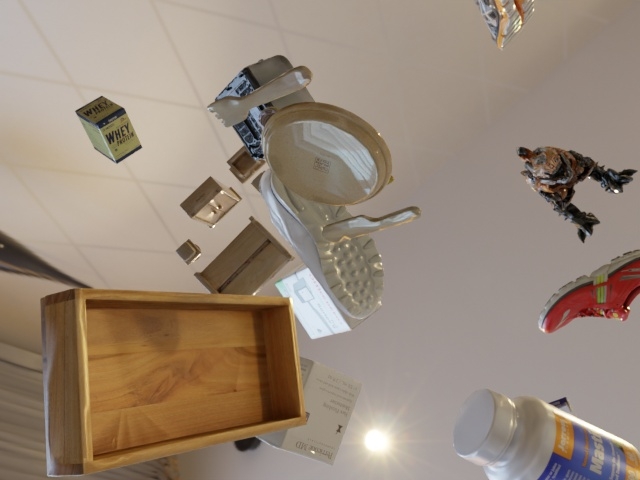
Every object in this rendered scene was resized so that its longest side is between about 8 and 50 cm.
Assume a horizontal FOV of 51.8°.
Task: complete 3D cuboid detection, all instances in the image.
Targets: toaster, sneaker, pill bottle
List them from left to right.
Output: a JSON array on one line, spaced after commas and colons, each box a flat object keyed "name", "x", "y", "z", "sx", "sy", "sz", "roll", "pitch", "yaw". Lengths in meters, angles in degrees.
[{"name": "toaster", "x": -0.103, "y": -0.257, "z": 1.317, "sx": 0.110, "sy": 0.185, "sz": 0.168, "roll": -37, "pitch": -173, "yaw": -30}, {"name": "sneaker", "x": 0.000, "y": 0.000, "z": 0.883, "sx": 0.090, "sy": 0.235, "sz": 0.095, "roll": -32, "pitch": -175, "yaw": -29}, {"name": "sneaker", "x": 0.298, "y": -0.398, "z": 1.100, "sx": 0.083, "sy": 0.215, "sz": 0.084, "roll": 38, "pitch": -93, "yaw": 24}, {"name": "pill bottle", "x": 0.353, "y": 0.337, "z": 1.034, "sx": 0.152, "sy": 0.272, "sz": 0.152, "roll": -59, "pitch": -168, "yaw": 21}, {"name": "sneaker", "x": 0.600, "y": 0.129, "z": 1.411, "sx": 0.279, "sy": 0.107, "sz": 0.118, "roll": -36, "pitch": -121, "yaw": 16}]

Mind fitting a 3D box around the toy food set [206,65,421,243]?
[{"name": "toy food set", "x": 0.003, "y": -0.081, "z": 0.606, "sx": 0.132, "sy": 0.192, "sz": 0.038, "roll": -14, "pitch": -139, "yaw": 38}]

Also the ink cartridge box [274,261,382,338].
[{"name": "ink cartridge box", "x": 0.015, "y": 0.148, "z": 1.845, "sx": 0.122, "sy": 0.211, "sz": 0.289, "roll": -34, "pitch": -179, "yaw": -26}]

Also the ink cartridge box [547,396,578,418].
[{"name": "ink cartridge box", "x": 0.446, "y": 0.411, "z": 1.435, "sx": 0.223, "sy": 0.224, "sz": 0.045, "roll": -25, "pitch": -130, "yaw": 15}]

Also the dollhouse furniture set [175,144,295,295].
[{"name": "dollhouse furniture set", "x": -0.151, "y": 0.006, "z": 1.598, "sx": 0.303, "sy": 0.174, "sz": 0.355, "roll": -44, "pitch": -99, "yaw": 2}]

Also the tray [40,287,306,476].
[{"name": "tray", "x": -0.176, "y": 0.177, "z": 0.901, "sx": 0.076, "sy": 0.411, "sz": 0.202, "roll": -14, "pitch": -104, "yaw": 33}]

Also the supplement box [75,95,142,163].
[{"name": "supplement box", "x": -0.365, "y": -0.192, "z": 1.137, "sx": 0.056, "sy": 0.083, "sz": 0.083, "roll": -40, "pitch": -132, "yaw": -24}]

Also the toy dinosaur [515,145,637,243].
[{"name": "toy dinosaur", "x": 0.499, "y": -0.136, "z": 1.350, "sx": 0.218, "sy": 0.322, "sz": 0.164, "roll": 34, "pitch": -57, "yaw": 10}]

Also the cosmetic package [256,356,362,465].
[{"name": "cosmetic package", "x": -0.039, "y": 0.349, "z": 1.388, "sx": 0.151, "sy": 0.151, "sz": 0.183, "roll": 3, "pitch": -113, "yaw": 53}]
